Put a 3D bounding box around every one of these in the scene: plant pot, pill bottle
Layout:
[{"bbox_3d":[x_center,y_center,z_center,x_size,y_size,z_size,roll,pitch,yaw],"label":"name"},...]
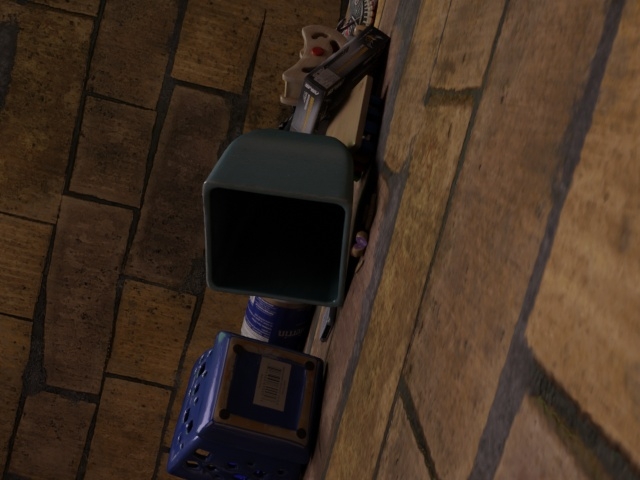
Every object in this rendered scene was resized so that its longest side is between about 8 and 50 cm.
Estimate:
[{"bbox_3d":[-0.121,0.304,1.617,0.212,0.235,0.236,121,163,-52],"label":"plant pot"},{"bbox_3d":[-0.108,0.198,2.172,0.153,0.153,0.265,-85,9,-60],"label":"pill bottle"},{"bbox_3d":[-0.056,-0.067,1.622,0.252,0.247,0.248,-76,-7,-48],"label":"plant pot"}]

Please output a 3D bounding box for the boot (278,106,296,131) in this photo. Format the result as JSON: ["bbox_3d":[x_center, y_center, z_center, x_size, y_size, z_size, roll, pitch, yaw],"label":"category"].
[{"bbox_3d":[-0.067,-0.222,2.440,0.367,0.146,0.445,104,-174,-48],"label":"boot"}]

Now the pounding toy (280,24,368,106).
[{"bbox_3d":[0.006,-0.423,2.009,0.269,0.154,0.155,-48,-21,-36],"label":"pounding toy"}]

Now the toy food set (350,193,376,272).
[{"bbox_3d":[0.067,-0.012,1.509,0.078,0.019,0.122,115,167,-68],"label":"toy food set"}]

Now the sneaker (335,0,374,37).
[{"bbox_3d":[0.071,-0.525,2.370,0.121,0.111,0.299,114,169,-66],"label":"sneaker"}]

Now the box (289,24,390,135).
[{"bbox_3d":[0.038,-0.316,1.878,0.231,0.056,0.183,-43,-16,-34],"label":"box"}]

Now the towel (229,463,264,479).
[{"bbox_3d":[-0.152,0.426,1.987,0.228,0.076,0.308,59,142,40],"label":"towel"}]

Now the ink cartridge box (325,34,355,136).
[{"bbox_3d":[0.030,-0.260,2.231,0.385,0.091,0.308,113,170,-56],"label":"ink cartridge box"}]

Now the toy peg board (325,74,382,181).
[{"bbox_3d":[0.075,-0.204,1.753,0.160,0.079,0.161,-38,36,57],"label":"toy peg board"}]

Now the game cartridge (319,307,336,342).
[{"bbox_3d":[0.015,0.148,1.701,0.083,0.017,0.056,110,168,-54],"label":"game cartridge"}]
